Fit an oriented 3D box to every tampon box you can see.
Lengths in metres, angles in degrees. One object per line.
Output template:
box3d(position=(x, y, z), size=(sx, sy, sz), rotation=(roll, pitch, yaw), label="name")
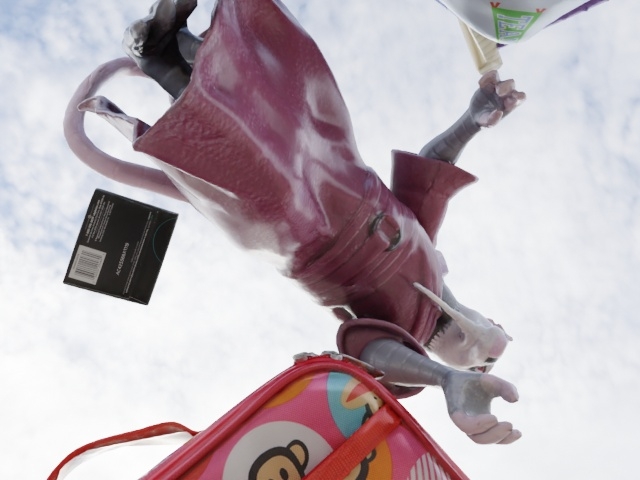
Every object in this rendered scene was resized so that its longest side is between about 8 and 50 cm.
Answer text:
box3d(position=(-0.256, 0.011, 0.858), size=(0.101, 0.161, 0.120), rotation=(19, -99, -18), label="tampon box")

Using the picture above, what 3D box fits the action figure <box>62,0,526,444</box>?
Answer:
box3d(position=(0.000, 0.000, 0.472), size=(0.276, 0.248, 0.370), rotation=(-20, -58, 41), label="action figure")

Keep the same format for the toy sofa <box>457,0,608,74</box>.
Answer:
box3d(position=(0.294, -0.301, 0.637), size=(0.363, 0.177, 0.150), rotation=(-22, -108, 19), label="toy sofa")

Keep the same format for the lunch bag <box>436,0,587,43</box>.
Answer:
box3d(position=(0.140, -0.306, 0.477), size=(0.243, 0.115, 0.303), rotation=(31, -110, -14), label="lunch bag")

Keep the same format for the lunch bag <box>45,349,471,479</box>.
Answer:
box3d(position=(-0.044, 0.206, 0.348), size=(0.258, 0.293, 0.120), rotation=(49, -26, 10), label="lunch bag")
